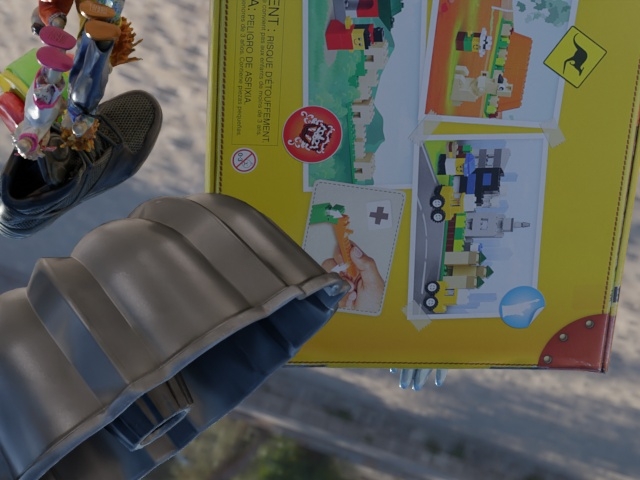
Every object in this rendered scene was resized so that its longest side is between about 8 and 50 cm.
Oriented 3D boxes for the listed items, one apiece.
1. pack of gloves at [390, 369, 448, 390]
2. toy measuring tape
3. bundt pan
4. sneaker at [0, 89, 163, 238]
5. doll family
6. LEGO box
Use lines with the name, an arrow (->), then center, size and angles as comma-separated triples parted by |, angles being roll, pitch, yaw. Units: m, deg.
pack of gloves -> 0.092, 0.041, 1.531 | 0.195, 0.232, 0.046 | 35, 161, -22
toy measuring tape -> -0.358, -0.192, 1.645 | 0.121, 0.121, 0.330 | 28, -177, -44
bundt pan -> -0.144, 0.083, 0.953 | 0.124, 0.331, 0.331 | 53, 175, 10
sneaker -> -0.252, -0.096, 1.454 | 0.087, 0.227, 0.130 | 52, 156, 2
doll family -> -0.231, -0.177, 1.345 | 0.118, 0.263, 0.163 | 11, 138, -15
LEGO box -> 0.086, -0.144, 1.209 | 0.372, 0.500, 0.193 | 2, -159, -6
